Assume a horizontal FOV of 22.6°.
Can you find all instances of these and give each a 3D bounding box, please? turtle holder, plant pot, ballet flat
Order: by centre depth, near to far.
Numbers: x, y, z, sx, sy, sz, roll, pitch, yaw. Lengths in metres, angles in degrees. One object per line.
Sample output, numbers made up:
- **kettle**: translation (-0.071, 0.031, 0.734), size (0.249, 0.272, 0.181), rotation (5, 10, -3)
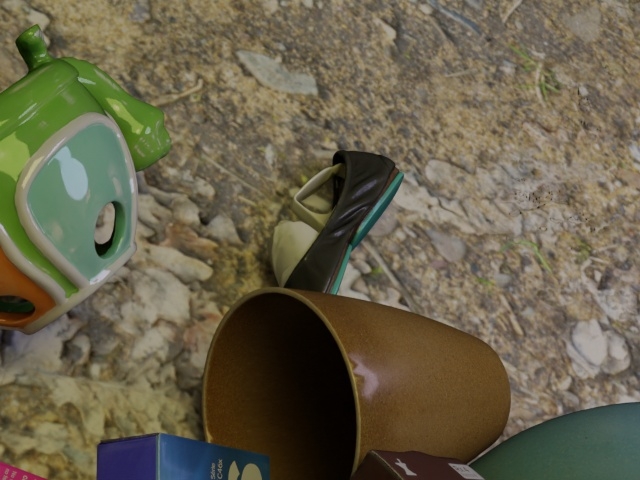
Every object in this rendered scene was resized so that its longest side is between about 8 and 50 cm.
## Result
- **turtle holder**: translation (-0.288, -0.050, 1.540), size (0.227, 0.243, 0.320), rotation (52, 13, -9)
- **plant pot**: translation (0.056, 0.160, 1.550), size (0.254, 0.237, 0.237), rotation (-1, 63, -39)
- **plant pot**: translation (0.225, 0.298, 1.554), size (0.195, 0.290, 0.290), rotation (1, 59, 7)
- **ballet flat**: translation (0.000, 0.000, 1.712), size (0.096, 0.095, 0.280), rotation (27, 44, 3)

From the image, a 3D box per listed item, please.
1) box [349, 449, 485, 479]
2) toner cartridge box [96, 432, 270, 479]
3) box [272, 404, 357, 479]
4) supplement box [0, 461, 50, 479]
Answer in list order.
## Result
- **box**: translation (0.084, 0.314, 1.401), size (0.167, 0.203, 0.168), rotation (40, 14, 32)
- **toner cartridge box**: translation (-0.115, 0.350, 1.382), size (0.165, 0.075, 0.348), rotation (21, 62, -52)
- **box**: translation (0.026, 0.249, 1.620), size (0.164, 0.021, 0.201), rotation (17, 56, -15)
- **supplement box**: translation (-0.290, 0.267, 1.406), size (0.220, 0.111, 0.114), rotation (24, 54, -12)
